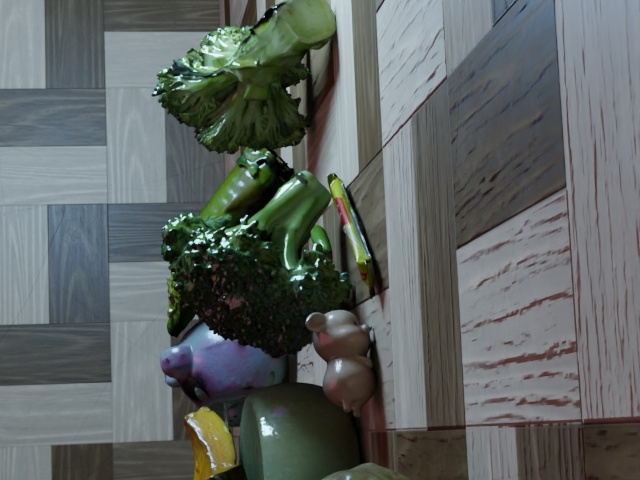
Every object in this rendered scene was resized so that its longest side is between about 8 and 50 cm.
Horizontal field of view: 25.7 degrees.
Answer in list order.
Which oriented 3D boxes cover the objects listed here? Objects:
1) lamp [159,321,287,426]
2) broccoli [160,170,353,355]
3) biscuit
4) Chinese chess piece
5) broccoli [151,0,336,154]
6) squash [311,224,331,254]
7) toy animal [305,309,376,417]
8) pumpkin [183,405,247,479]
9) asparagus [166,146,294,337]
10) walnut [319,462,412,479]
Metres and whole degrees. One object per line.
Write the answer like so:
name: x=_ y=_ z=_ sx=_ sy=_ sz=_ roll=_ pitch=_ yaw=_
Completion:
lamp: x=-0.162 y=0.260 z=2.597 sx=0.301 sy=0.247 sz=0.248 roll=89 pitch=172 yaw=-66
broccoli: x=-0.083 y=0.044 z=1.955 sx=0.260 sy=0.288 sz=0.235 roll=-38 pitch=-29 yaw=-46
biscuit: x=0.043 y=-0.013 z=1.821 sx=0.292 sy=0.026 sz=0.048 roll=-108 pitch=-1 yaw=-63
Chinese chess piece: x=-0.029 y=0.372 z=1.946 sx=0.349 sy=0.146 sz=0.350 roll=179 pitch=90 yaw=-81
broccoli: x=-0.070 y=-0.277 z=2.154 sx=0.361 sy=0.252 sz=0.221 roll=-20 pitch=72 yaw=45
squash: x=0.000 y=-0.001 z=2.115 sx=0.089 sy=0.027 sz=0.027 roll=-119 pitch=28 yaw=-69
toy animal: x=0.028 y=0.148 z=1.749 sx=0.083 sy=0.089 sz=0.150 roll=107 pitch=151 yaw=-55
pumpkin: x=-0.156 y=0.394 z=1.991 sx=0.290 sy=0.095 sz=0.258 roll=-130 pitch=45 yaw=-71
asparagus: x=-0.185 y=0.000 z=2.503 sx=0.108 sy=0.382 sz=0.128 roll=41 pitch=-175 yaw=34
walnut: x=0.039 y=0.333 z=1.275 sx=0.225 sy=0.224 sz=0.261 roll=113 pitch=160 yaw=-70
